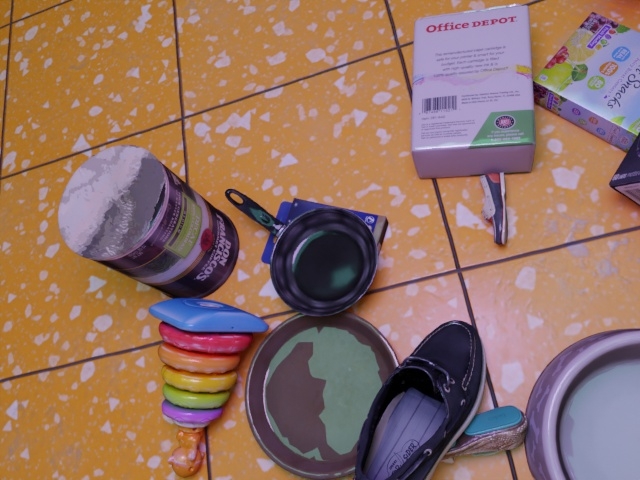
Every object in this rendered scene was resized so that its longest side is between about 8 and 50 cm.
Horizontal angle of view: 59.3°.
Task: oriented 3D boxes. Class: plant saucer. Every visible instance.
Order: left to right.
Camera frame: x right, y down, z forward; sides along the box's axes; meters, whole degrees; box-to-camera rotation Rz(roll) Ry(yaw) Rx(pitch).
[{"bbox_3d":[0.005,0.254,0.951,0.278,0.041,0.278,-6,68,16],"label":"plant saucer"}]

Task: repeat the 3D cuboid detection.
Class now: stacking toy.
[{"bbox_3d":[-0.213,0.259,0.974,0.166,0.175,0.301,8,90,49],"label":"stacking toy"}]

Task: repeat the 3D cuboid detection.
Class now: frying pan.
[{"bbox_3d":[-0.052,0.026,1.008,0.326,0.053,0.197,11,76,23],"label":"frying pan"}]

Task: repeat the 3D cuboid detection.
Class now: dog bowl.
[{"bbox_3d":[0.461,0.281,0.762,0.349,0.102,0.348,-6,69,16],"label":"dog bowl"}]

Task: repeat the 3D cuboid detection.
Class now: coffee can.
[{"bbox_3d":[-0.296,-0.019,1.017,0.202,0.275,0.201,-6,69,16],"label":"coffee can"}]

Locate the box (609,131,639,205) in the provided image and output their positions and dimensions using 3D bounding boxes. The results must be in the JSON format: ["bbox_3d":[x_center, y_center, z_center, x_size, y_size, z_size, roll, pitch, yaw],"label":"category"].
[{"bbox_3d":[0.586,-0.162,0.819,0.143,0.165,0.270,33,86,-5],"label":"box"}]

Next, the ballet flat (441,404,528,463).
[{"bbox_3d":[0.211,0.306,0.851,0.206,0.067,0.073,-13,25,12],"label":"ballet flat"}]

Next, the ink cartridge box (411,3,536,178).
[{"bbox_3d":[0.273,-0.264,1.014,0.201,0.117,0.278,-1,71,17],"label":"ink cartridge box"}]

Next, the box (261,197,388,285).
[{"bbox_3d":[0.000,0.000,1.050,0.225,0.036,0.136,12,75,22],"label":"box"}]

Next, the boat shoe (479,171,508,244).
[{"bbox_3d":[0.299,-0.055,0.967,0.043,0.049,0.137,-5,67,19],"label":"boat shoe"}]

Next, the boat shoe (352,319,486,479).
[{"bbox_3d":[0.143,0.231,0.816,0.127,0.113,0.340,20,56,36],"label":"boat shoe"}]

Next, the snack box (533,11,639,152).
[{"bbox_3d":[0.505,-0.274,0.971,0.207,0.070,0.174,38,85,24],"label":"snack box"}]
